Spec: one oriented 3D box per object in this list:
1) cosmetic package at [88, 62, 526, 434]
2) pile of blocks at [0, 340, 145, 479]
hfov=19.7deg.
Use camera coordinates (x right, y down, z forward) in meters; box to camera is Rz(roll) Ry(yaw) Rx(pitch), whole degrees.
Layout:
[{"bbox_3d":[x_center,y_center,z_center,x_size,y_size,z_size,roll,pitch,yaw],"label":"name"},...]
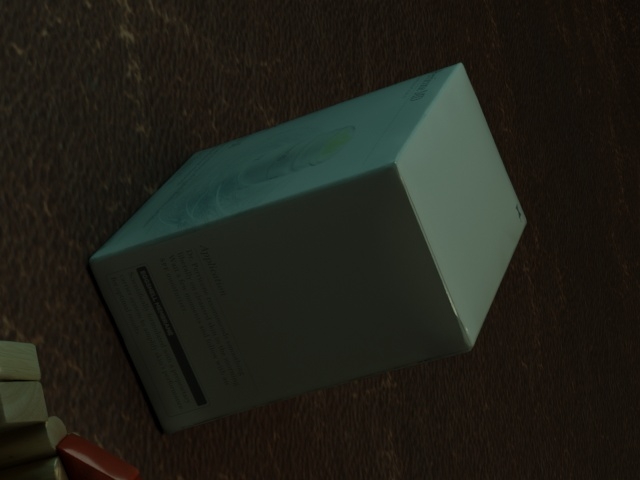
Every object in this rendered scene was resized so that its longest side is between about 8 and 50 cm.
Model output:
[{"bbox_3d":[0.000,0.000,1.250,0.224,0.225,0.138,-56,127,-64],"label":"cosmetic package"},{"bbox_3d":[-0.122,0.183,0.969,0.362,0.113,0.149,54,28,-40],"label":"pile of blocks"}]
